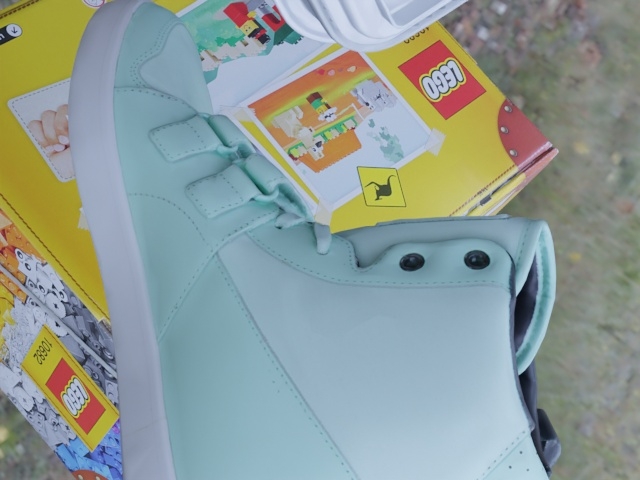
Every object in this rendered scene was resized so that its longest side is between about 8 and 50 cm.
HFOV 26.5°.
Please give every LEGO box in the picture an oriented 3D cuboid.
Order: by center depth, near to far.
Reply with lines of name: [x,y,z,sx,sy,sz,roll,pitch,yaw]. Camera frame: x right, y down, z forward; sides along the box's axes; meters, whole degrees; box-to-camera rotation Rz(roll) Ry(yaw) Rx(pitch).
LEGO box: [-0.090,-0.062,1.202,0.500,0.372,0.193,-36,171,-38]

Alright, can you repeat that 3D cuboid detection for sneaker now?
sneaker: [0.000,0.001,0.482,0.151,0.255,0.094,-19,148,6]

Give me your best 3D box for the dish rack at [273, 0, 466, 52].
dish rack: [0.096,-0.256,0.710,0.333,0.072,0.285,-33,138,-1]
